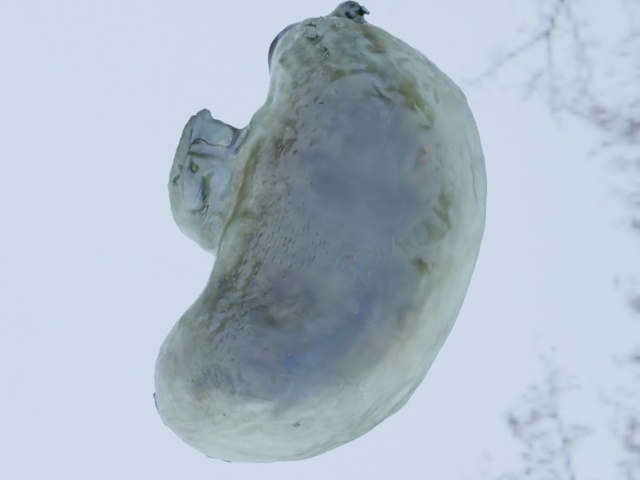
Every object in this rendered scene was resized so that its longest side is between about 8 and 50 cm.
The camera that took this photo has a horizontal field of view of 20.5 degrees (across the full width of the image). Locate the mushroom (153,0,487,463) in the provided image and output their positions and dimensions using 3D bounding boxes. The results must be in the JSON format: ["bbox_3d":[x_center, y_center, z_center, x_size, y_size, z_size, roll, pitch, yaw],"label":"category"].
[{"bbox_3d":[0.000,0.001,1.280,0.247,0.130,0.344,32,-101,-16],"label":"mushroom"}]
